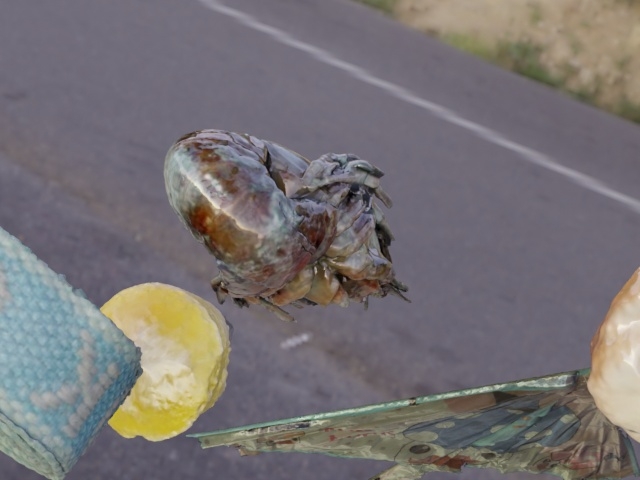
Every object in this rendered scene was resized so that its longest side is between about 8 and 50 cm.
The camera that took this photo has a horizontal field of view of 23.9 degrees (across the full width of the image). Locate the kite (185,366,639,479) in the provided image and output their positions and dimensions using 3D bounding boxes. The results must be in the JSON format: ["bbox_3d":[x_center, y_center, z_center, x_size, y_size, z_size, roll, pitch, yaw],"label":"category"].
[{"bbox_3d":[0.099,0.156,1.107,0.406,0.368,0.014,9,63,-27],"label":"kite"}]

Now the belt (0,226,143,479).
[{"bbox_3d":[-0.158,0.032,0.646,0.163,0.082,0.147,38,-18,4],"label":"belt"}]

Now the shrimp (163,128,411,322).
[{"bbox_3d":[0.000,0.000,0.702,0.079,0.090,0.233,49,10,28],"label":"shrimp"}]

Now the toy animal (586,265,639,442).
[{"bbox_3d":[0.218,0.021,0.749,0.185,0.104,0.184,-15,52,14],"label":"toy animal"}]

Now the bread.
[{"bbox_3d":[-0.197,0.152,1.896,0.197,0.197,0.170,24,2,17],"label":"bread"}]
